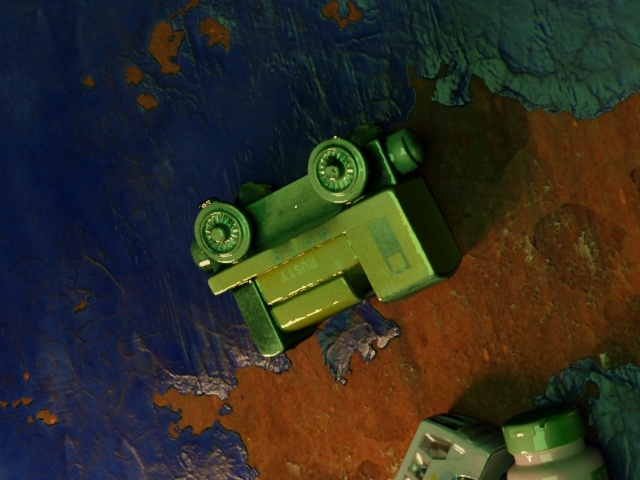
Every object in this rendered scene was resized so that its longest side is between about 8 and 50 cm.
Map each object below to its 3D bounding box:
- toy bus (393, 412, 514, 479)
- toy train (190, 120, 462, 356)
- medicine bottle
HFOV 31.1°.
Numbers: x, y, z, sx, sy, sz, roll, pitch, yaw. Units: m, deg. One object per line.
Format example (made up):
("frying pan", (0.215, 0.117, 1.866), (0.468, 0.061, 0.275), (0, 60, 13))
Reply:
("toy bus", (0.158, 0.399, 1.631), (0.136, 0.109, 0.329), (32, 109, 32))
("toy train", (0.000, 0.000, 1.640), (0.397, 0.160, 0.253), (-26, 91, 27))
("medicine bottle", (0.326, 0.359, 1.520), (0.134, 0.133, 0.274), (-16, 89, 28))
